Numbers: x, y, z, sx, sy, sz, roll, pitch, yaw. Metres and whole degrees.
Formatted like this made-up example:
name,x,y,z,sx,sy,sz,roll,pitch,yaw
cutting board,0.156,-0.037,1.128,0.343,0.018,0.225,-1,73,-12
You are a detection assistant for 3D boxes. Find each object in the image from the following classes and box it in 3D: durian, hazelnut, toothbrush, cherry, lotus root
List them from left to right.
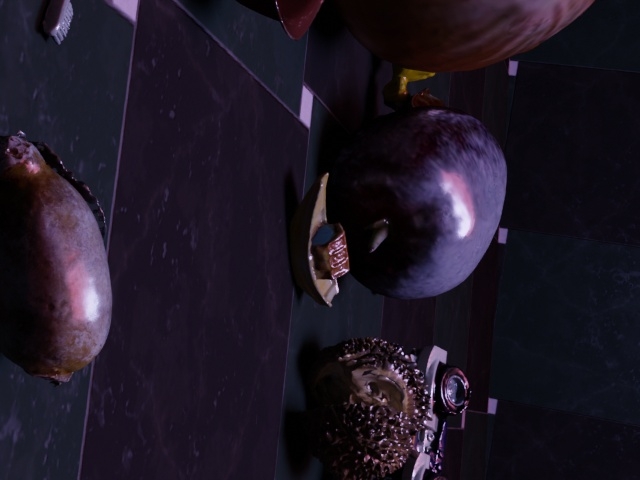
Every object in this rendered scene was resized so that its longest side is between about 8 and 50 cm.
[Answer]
name,x,y,z,sx,sy,sz,roll,pitch,yaw
lotus root,-0.175,0.012,0.714,0.088,0.088,0.165,-12,94,-73
toothbrush,-0.165,-0.237,0.806,0.019,0.016,0.220,64,33,-62
durian,0.065,0.220,1.403,0.196,0.167,0.196,5,83,-39
cherry,0.131,-0.053,1.487,0.296,0.218,0.255,-32,115,-42
hazelnut,0.167,-0.354,1.349,0.372,0.372,0.315,-50,152,-64

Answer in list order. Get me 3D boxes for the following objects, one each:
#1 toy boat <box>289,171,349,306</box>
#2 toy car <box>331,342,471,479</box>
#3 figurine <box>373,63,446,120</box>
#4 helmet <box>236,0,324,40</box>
name,x,y,z,sx,sy,sz,roll,pitch,yaw
toy boat,0.000,0.000,1.337,0.065,0.066,0.172,-57,145,-55
toy car,0.099,0.289,1.531,0.118,0.193,0.301,31,61,-37
figurine,0.132,-0.229,1.661,0.187,0.168,0.315,0,-106,67
helmet,-0.053,-0.274,1.028,0.155,0.106,0.175,12,86,-72
